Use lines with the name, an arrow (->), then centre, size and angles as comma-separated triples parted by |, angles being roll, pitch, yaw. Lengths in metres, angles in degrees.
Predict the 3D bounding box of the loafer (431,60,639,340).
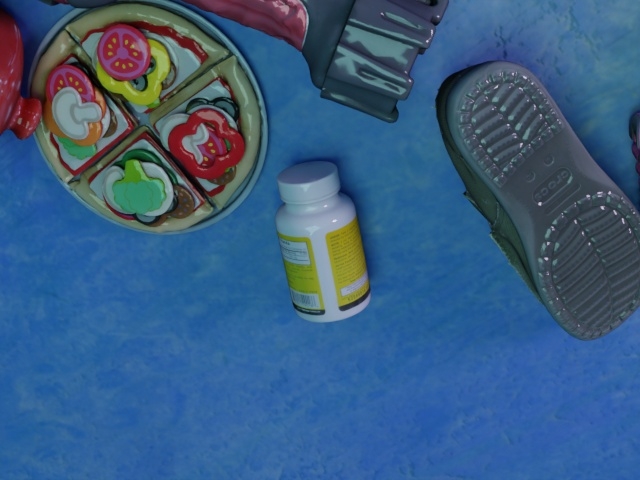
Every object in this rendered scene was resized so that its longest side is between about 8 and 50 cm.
loafer -> 0.161, -0.033, 0.735 | 0.094, 0.087, 0.251 | -34, 117, -1

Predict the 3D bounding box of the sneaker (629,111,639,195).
sneaker -> 0.259, -0.039, 0.725 | 0.057, 0.047, 0.119 | -13, 114, 7

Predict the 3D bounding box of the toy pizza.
toy pizza -> -0.141, -0.092, 0.795 | 0.201, 0.032, 0.201 | 5, 117, 10

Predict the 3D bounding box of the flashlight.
flashlight -> -0.074, -0.171, 0.704 | 0.304, 0.103, 0.103 | 24, 145, 0

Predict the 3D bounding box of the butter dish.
butter dish -> -0.271, -0.113, 0.768 | 0.118, 0.160, 0.160 | 24, 122, -26

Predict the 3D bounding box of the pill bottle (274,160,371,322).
pill bottle -> 0.000, 0.000, 0.789 | 0.065, 0.065, 0.116 | -4, 116, 15
